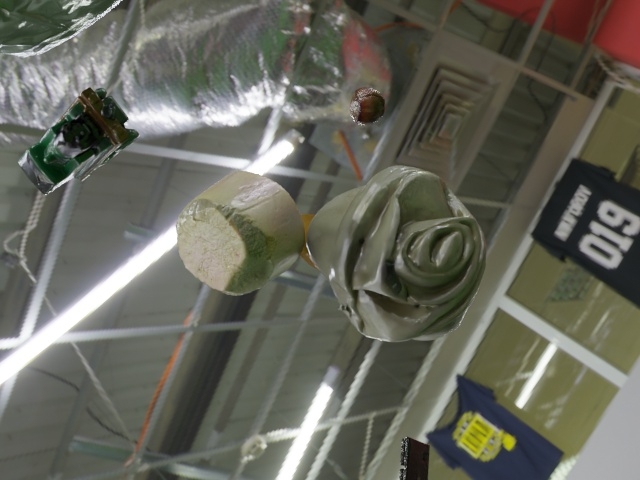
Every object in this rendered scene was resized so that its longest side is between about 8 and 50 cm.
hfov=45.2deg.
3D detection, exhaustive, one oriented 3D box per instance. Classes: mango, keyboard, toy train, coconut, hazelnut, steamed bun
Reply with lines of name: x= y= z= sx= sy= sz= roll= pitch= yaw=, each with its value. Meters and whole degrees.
mango: x=0.000 y=0.000 z=1.751 sx=0.147 sy=0.227 sz=0.110 roll=-1 pitch=-65 yaw=-41
keyboard: x=0.177 y=0.553 z=1.508 sx=0.106 sy=0.027 sz=0.317 roll=37 pitch=-127 yaw=-48
toy train: x=-0.356 y=-0.141 z=1.120 sx=0.136 sy=0.227 sz=0.091 roll=-44 pitch=-77 yaw=-34
coconut: x=-0.157 y=-0.022 z=1.597 sx=0.244 sy=0.239 sz=0.239 roll=-37 pitch=-34 yaw=-53
hazelnut: x=0.105 y=-0.297 z=1.718 sx=0.086 sy=0.086 sz=0.086 roll=-30 pitch=-41 yaw=-31
steamed bun: x=0.182 y=0.038 z=1.559 sx=0.342 sy=0.368 sz=0.255 roll=-30 pitch=4 yaw=-12

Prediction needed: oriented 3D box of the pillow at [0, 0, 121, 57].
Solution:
pillow: x=-0.327 y=-0.330 z=0.932 sx=0.309 sy=0.138 sz=0.283 roll=-32 pitch=11 yaw=9
